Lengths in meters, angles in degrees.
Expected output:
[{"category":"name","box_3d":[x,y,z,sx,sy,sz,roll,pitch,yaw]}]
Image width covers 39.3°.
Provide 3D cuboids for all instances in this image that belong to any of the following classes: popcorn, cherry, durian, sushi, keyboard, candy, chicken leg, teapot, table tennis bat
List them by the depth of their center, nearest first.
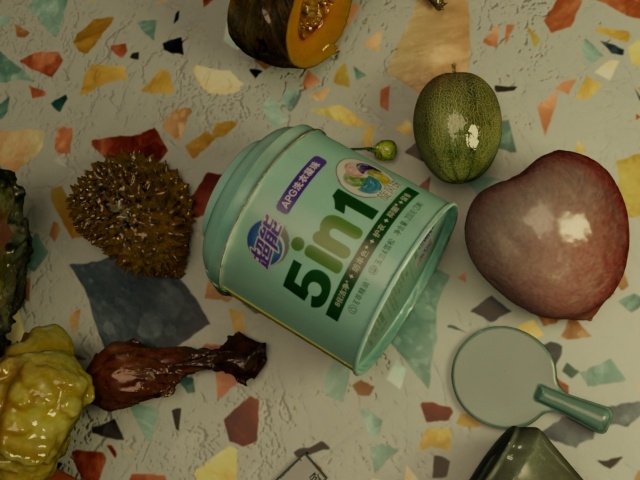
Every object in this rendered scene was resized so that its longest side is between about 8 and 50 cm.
[{"category":"teapot","box_3d":[0.314,0.393,1.243,0.225,0.171,0.203,35,75,9]},{"category":"cherry","box_3d":[0.337,-0.001,1.293,0.239,0.206,0.240,-1,69,3]},{"category":"table tennis bat","box_3d":[0.315,0.222,1.342,0.244,0.040,0.153,22,85,18]},{"category":"popcorn","box_3d":[-0.459,0.251,1.374,0.192,0.233,0.266,19,53,-21]},{"category":"keyboard","box_3d":[-0.069,0.409,1.391,0.176,0.014,0.055,-44,74,0]},{"category":"sushi","box_3d":[-0.588,0.041,1.420,0.178,0.294,0.352,9,83,10]},{"category":"candy","box_3d":[0.079,-0.144,1.420,0.035,0.123,0.035,14,102,38]},{"category":"chicken leg","box_3d":[-0.235,0.198,1.432,0.304,0.093,0.113,-11,66,4]},{"category":"durian","box_3d":[-0.315,-0.057,1.474,0.249,0.138,0.183,38,97,21]}]

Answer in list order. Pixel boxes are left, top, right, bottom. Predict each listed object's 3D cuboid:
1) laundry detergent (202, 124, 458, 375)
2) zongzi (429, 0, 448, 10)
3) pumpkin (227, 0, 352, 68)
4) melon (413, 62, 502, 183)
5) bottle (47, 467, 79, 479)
[{"category":"laundry detergent","box_3d":[0.000,0.000,1.317,0.305,0.287,0.287,30,86,14]},{"category":"zongzi","box_3d":[0.089,-0.637,1.313,0.218,0.500,0.467,-24,75,12]},{"category":"pumpkin","box_3d":[-0.021,-0.433,1.433,0.139,0.221,0.317,30,119,24]},{"category":"melon","box_3d":[0.212,-0.182,1.388,0.139,0.139,0.192,-4,79,10]},{"category":"bottle","box_3d":[-0.438,0.397,1.439,0.187,0.069,0.069,24,85,16]}]
